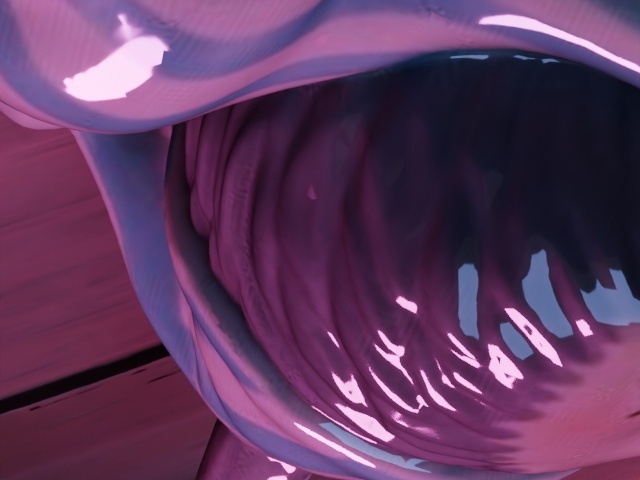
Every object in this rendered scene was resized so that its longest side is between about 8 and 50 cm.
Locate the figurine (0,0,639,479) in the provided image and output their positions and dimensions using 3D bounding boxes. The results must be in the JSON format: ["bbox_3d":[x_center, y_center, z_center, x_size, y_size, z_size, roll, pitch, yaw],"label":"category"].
[{"bbox_3d":[0.000,0.000,0.595,0.361,0.266,0.378,7,122,-24],"label":"figurine"}]
